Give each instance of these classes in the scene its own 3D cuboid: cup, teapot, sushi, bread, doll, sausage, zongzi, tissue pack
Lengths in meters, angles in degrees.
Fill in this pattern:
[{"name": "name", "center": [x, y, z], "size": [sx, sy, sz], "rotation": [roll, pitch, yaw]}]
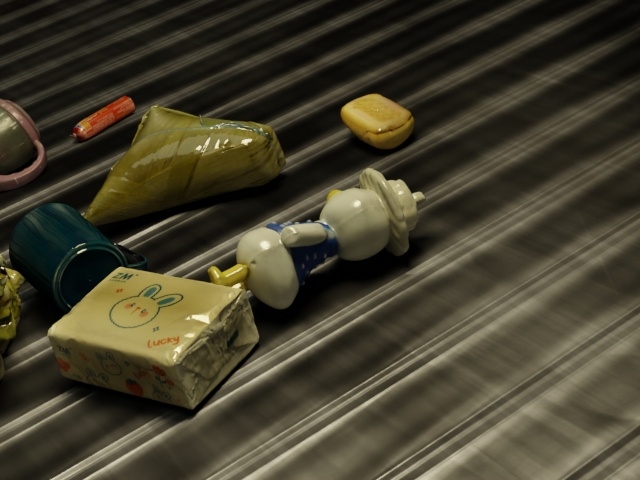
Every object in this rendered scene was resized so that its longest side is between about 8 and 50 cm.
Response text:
[{"name": "cup", "center": [-0.311, 0.020, 1.574], "size": [0.150, 0.113, 0.138], "rotation": [-30, 35, -23]}, {"name": "teapot", "center": [-0.527, -0.140, 1.965], "size": [0.146, 0.148, 0.116], "rotation": [-46, 6, -27]}, {"name": "sushi", "center": [-0.427, 0.041, 1.468], "size": [0.139, 0.131, 0.291], "rotation": [-16, 22, -19]}, {"name": "bread", "center": [0.085, -0.172, 1.791], "size": [0.082, 0.056, 0.115], "rotation": [-30, 41, -26]}, {"name": "doll", "center": [0.000, 0.000, 1.475], "size": [0.293, 0.138, 0.119], "rotation": [-24, 67, -15]}, {"name": "sausage", "center": [-0.374, -0.205, 2.056], "size": [0.034, 0.034, 0.129], "rotation": [17, 41, 41]}, {"name": "zongzi", "center": [-0.198, -0.085, 1.714], "size": [0.228, 0.115, 0.256], "rotation": [10, 43, 27]}, {"name": "tissue pack", "center": [-0.193, 0.108, 1.396], "size": [0.196, 0.092, 0.148], "rotation": [7, 36, 32]}]

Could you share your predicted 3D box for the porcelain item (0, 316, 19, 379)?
[{"name": "porcelain item", "center": [-0.423, 0.144, 1.469], "size": [0.084, 0.054, 0.213], "rotation": [-12, 31, 3]}]
